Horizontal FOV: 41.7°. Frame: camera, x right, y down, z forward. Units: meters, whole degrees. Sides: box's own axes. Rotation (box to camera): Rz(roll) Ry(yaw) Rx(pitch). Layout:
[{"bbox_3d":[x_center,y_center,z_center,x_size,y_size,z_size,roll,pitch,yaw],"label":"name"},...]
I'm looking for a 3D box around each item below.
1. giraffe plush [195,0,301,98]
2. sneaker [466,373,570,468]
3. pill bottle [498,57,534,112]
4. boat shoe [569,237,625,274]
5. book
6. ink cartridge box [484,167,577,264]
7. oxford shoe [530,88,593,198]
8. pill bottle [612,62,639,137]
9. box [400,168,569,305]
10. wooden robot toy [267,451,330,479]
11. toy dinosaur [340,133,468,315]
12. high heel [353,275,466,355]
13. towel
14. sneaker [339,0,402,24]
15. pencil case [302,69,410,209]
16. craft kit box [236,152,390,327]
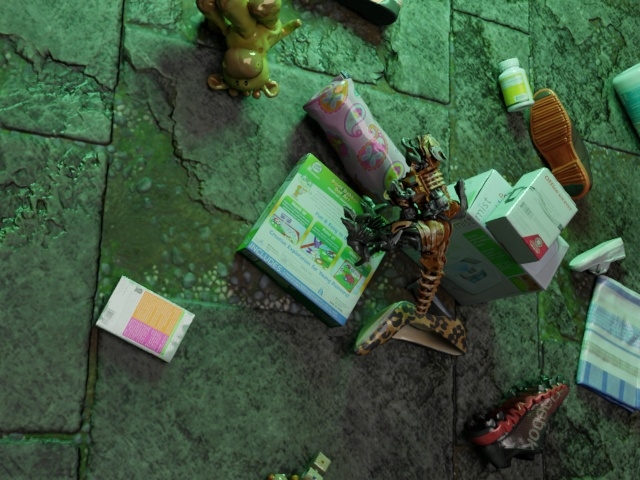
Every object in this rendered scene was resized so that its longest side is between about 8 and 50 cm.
[{"bbox_3d":[-0.145,-0.364,1.600,0.210,0.182,0.170,22,76,-61],"label":"giraffe plush"},{"bbox_3d":[0.435,0.385,1.775,0.276,0.098,0.135,-28,93,-29],"label":"sneaker"},{"bbox_3d":[0.456,-0.364,1.972,0.065,0.065,0.116,-13,86,-31],"label":"pill bottle"},{"bbox_3d":[0.665,0.049,2.005,0.184,0.066,0.063,-21,89,-41],"label":"boat shoe"},{"bbox_3d":[-0.304,0.138,1.452,0.144,0.035,0.096,32,68,-19],"label":"book"},{"bbox_3d":[0.393,-0.046,1.562,0.109,0.063,0.150,50,61,-11],"label":"ink cartridge box"},{"bbox_3d":[0.578,-0.234,2.010,0.098,0.097,0.271,-23,95,-51],"label":"oxford shoe"},{"bbox_3d":[0.870,-0.331,2.151,0.146,0.146,0.264,-32,96,-31],"label":"pill bottle"},{"bbox_3d":[0.317,0.000,1.699,0.231,0.262,0.126,42,62,-16],"label":"box"},{"bbox_3d":[-0.055,0.440,1.506,0.079,0.076,0.173,43,61,-2],"label":"wooden robot toy"},{"bbox_3d":[0.166,-0.028,1.558,0.164,0.219,0.321,30,59,-67],"label":"toy dinosaur"},{"bbox_3d":[0.188,0.205,1.674,0.261,0.093,0.186,-37,92,-39],"label":"high heel"},{"bbox_3d":[0.711,0.243,2.000,0.209,0.034,0.284,28,67,-21],"label":"towel"},{"bbox_3d":[0.068,-0.585,1.791,0.270,0.090,0.144,27,66,-26],"label":"sneaker"},{"bbox_3d":[0.085,-0.195,1.695,0.124,0.124,0.284,-39,98,-30],"label":"pencil case"},{"bbox_3d":[0.000,0.000,1.642,0.250,0.061,0.246,41,65,-16],"label":"craft kit box"}]
